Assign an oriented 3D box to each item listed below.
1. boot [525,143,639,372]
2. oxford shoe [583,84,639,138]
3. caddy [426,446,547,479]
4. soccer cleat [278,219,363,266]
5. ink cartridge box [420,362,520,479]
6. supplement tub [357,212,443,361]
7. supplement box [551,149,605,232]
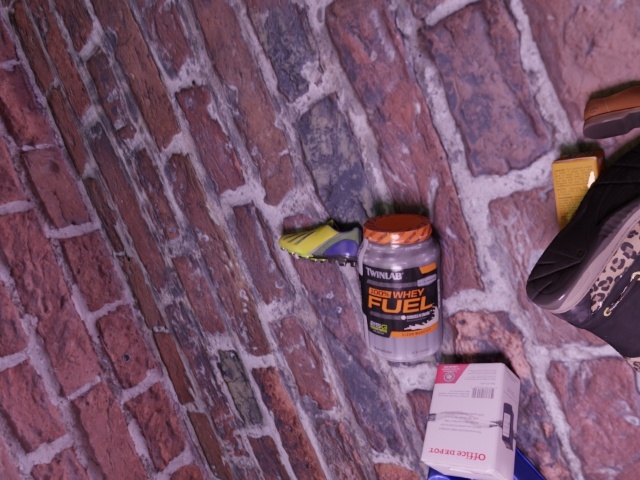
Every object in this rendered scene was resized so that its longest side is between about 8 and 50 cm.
[{"bbox_3d":[0.562,0.028,0.793,0.284,0.138,0.377,37,93,-15],"label":"boot"},{"bbox_3d":[0.546,-0.226,0.775,0.213,0.076,0.075,-2,67,30],"label":"oxford shoe"},{"bbox_3d":[0.418,0.624,1.174,0.241,0.179,0.341,-46,76,19],"label":"caddy"},{"bbox_3d":[0.001,0.000,1.324,0.289,0.094,0.121,7,82,42],"label":"soccer cleat"},{"bbox_3d":[0.346,0.410,1.088,0.172,0.237,0.100,-15,133,43],"label":"ink cartridge box"},{"bbox_3d":[0.188,0.106,1.124,0.194,0.194,0.315,7,113,38],"label":"supplement tub"},{"bbox_3d":[0.491,-0.045,0.887,0.080,0.078,0.233,-5,106,41],"label":"supplement box"}]
